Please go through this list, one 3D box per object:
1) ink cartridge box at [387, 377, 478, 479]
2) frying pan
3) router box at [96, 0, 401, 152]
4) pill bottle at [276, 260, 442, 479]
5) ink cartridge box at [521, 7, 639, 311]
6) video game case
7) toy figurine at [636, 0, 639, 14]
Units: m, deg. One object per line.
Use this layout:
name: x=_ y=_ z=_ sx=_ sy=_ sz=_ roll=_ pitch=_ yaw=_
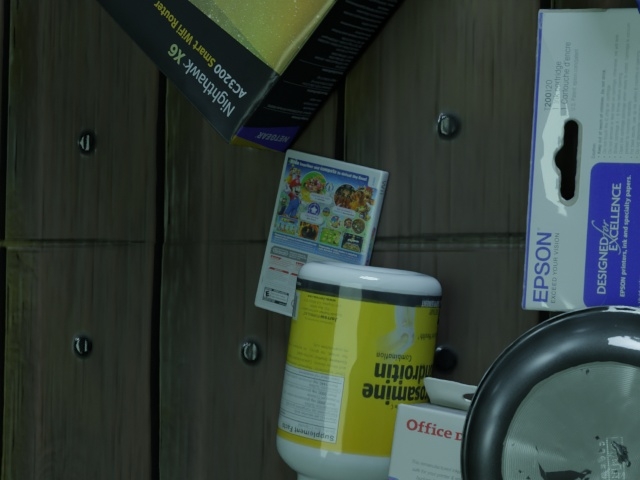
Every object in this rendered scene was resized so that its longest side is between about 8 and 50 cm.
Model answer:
ink cartridge box: x=0.104 y=0.168 z=1.129 sx=0.092 sy=0.090 sz=0.143 roll=10 pitch=91 yaw=31
frying pan: x=0.238 y=0.160 z=1.016 sx=0.326 sy=0.053 sz=0.197 roll=21 pitch=95 yaw=17
router box: x=-0.069 y=-0.256 z=1.262 sx=0.309 sy=0.081 sz=0.243 roll=47 pitch=111 yaw=25
pill bottle: x=0.024 y=0.110 z=1.174 sx=0.103 sy=0.103 sz=0.184 roll=8 pitch=93 yaw=32
ink cartridge box: x=0.236 y=-0.049 z=1.082 sx=0.208 sy=0.045 sz=0.206 roll=4 pitch=90 yaw=31
video game case: x=0.000 y=0.000 z=1.249 sx=0.087 sy=0.011 sz=0.122 roll=15 pitch=96 yaw=32
toy figurine: x=0.245 y=-0.219 z=1.062 sx=0.362 sy=0.191 sz=0.217 roll=63 pitch=146 yaw=19
